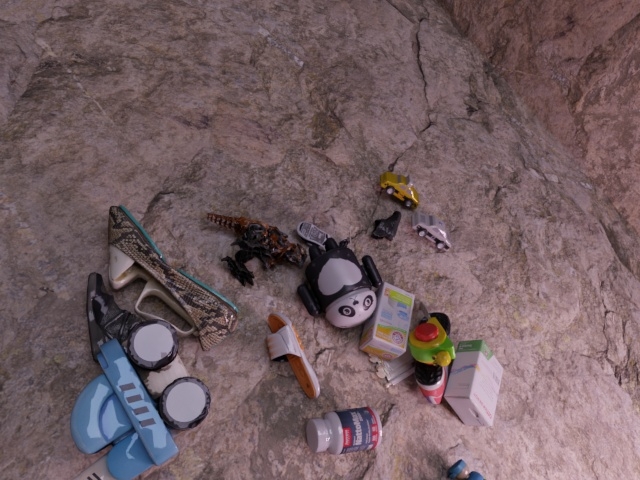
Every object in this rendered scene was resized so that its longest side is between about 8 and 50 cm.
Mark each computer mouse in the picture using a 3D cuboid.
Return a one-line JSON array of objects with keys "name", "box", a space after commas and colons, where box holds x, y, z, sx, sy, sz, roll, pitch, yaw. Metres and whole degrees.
[{"name": "computer mouse", "box": [0.000, 0.000, 1.568, 0.192, 0.042, 0.106, 30, 55, -11]}]

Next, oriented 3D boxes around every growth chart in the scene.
[{"name": "growth chart", "box": [0.212, 0.332, 1.451, 0.171, 0.021, 0.237, -9, 63, -29]}]

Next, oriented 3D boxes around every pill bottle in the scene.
[{"name": "pill bottle", "box": [0.061, 0.503, 1.210, 0.180, 0.108, 0.108, 1, 58, -24]}]

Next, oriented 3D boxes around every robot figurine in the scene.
[{"name": "robot figurine", "box": [0.058, 0.131, 1.415, 0.173, 0.209, 0.278, 5, 52, -52]}]

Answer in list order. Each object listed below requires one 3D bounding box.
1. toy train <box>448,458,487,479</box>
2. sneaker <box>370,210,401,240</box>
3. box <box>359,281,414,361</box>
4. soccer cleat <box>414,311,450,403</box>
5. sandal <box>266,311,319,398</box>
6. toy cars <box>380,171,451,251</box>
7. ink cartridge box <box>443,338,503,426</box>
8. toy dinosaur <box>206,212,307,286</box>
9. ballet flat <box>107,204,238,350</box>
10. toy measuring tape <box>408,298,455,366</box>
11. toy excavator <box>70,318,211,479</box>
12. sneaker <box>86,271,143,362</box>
[{"name": "toy train", "box": [0.363, 0.715, 1.217, 0.248, 0.105, 0.143, -30, 64, -36]}, {"name": "sneaker", "box": [0.244, -0.062, 1.714, 0.089, 0.051, 0.170, 28, 54, -11]}, {"name": "box", "box": [0.207, 0.252, 1.422, 0.114, 0.103, 0.203, 24, 53, -6]}, {"name": "soccer cleat", "box": [0.361, 0.362, 1.462, 0.108, 0.117, 0.318, -5, 34, 22]}, {"name": "sandal", "box": [-0.091, 0.321, 1.266, 0.076, 0.102, 0.265, -18, 69, -36]}, {"name": "toy cars", "box": [0.384, -0.130, 1.779, 0.176, 0.087, 0.394, -13, 64, -50]}, {"name": "ink cartridge box", "box": [0.476, 0.439, 1.420, 0.154, 0.093, 0.212, 51, 45, -23]}, {"name": "toy dinosaur", "box": [-0.201, 0.013, 1.427, 0.321, 0.165, 0.218, 12, 37, 5]}, {"name": "ballet flat", "box": [-0.440, 0.110, 1.224, 0.482, 0.164, 0.182, 42, 64, 3]}, {"name": "toy measuring tape", "box": [0.308, 0.281, 1.408, 0.121, 0.122, 0.330, 17, 18, -14]}, {"name": "toy excavator", "box": [-0.439, 0.451, 0.970, 0.445, 0.222, 0.433, -29, 80, -25]}, {"name": "sneaker", "box": [-0.525, 0.185, 1.170, 0.130, 0.087, 0.228, -8, 65, -31]}]
